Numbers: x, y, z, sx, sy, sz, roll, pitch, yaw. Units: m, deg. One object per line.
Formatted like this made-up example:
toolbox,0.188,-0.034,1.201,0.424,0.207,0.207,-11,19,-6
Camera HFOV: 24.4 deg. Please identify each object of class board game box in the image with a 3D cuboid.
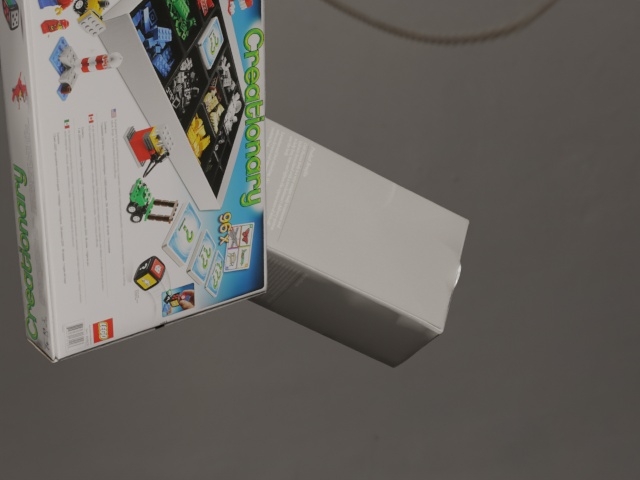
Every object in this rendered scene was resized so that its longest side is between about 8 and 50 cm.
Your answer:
board game box,-0.130,-0.078,1.081,0.193,0.053,0.305,-17,121,-33

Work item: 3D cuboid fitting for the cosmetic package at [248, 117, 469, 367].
cosmetic package,0.000,0.000,1.296,0.238,0.127,0.107,29,146,-14
